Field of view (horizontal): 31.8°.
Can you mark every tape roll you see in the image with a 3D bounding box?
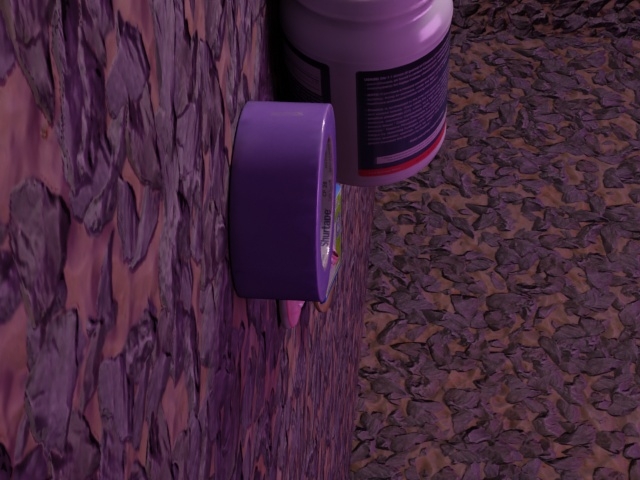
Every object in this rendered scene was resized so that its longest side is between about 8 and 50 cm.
[{"bbox_3d":[-0.032,-0.037,1.067,0.189,0.080,0.189,3,90,-85],"label":"tape roll"}]

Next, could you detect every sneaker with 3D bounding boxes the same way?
[{"bbox_3d":[-0.014,0.043,1.345,0.051,0.070,0.134,-72,165,-77],"label":"sneaker"}]

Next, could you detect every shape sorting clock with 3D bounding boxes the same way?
[{"bbox_3d":[0.000,0.000,1.617,0.206,0.040,0.206,4,90,-81],"label":"shape sorting clock"}]

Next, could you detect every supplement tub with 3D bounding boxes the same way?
[{"bbox_3d":[0.051,-0.212,1.271,0.272,0.191,0.191,87,8,-50],"label":"supplement tub"}]
